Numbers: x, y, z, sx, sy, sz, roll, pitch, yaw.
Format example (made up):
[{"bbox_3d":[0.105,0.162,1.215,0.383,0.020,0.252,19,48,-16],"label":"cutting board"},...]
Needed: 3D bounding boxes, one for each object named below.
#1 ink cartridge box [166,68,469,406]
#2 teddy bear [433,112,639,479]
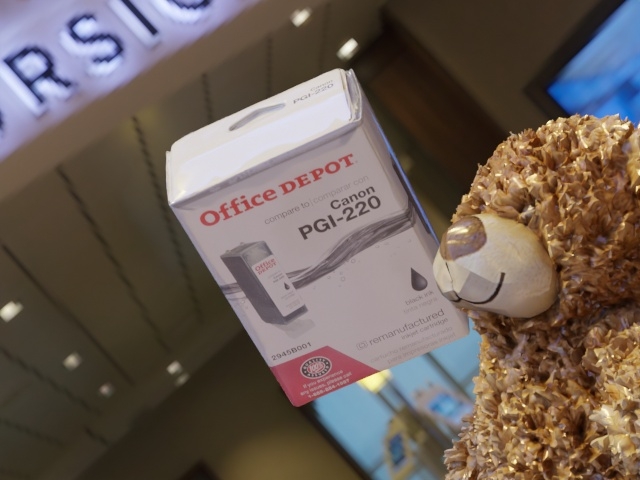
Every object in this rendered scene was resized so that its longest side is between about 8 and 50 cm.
[{"bbox_3d":[0.000,0.000,1.207,0.158,0.218,0.092,-24,30,9],"label":"ink cartridge box"},{"bbox_3d":[0.122,0.108,0.788,0.113,0.338,0.245,-7,17,-7],"label":"teddy bear"}]
